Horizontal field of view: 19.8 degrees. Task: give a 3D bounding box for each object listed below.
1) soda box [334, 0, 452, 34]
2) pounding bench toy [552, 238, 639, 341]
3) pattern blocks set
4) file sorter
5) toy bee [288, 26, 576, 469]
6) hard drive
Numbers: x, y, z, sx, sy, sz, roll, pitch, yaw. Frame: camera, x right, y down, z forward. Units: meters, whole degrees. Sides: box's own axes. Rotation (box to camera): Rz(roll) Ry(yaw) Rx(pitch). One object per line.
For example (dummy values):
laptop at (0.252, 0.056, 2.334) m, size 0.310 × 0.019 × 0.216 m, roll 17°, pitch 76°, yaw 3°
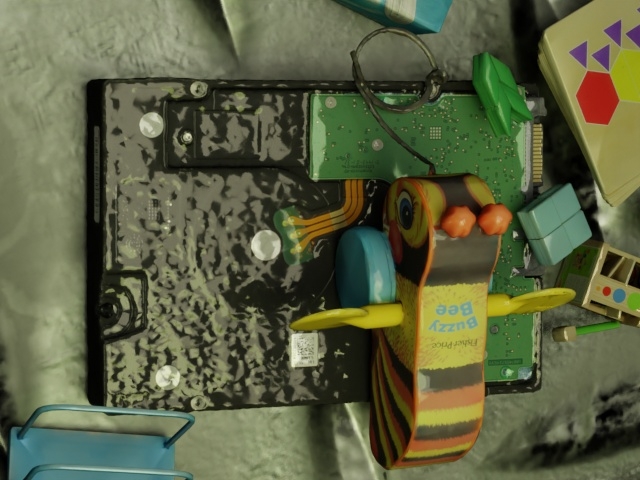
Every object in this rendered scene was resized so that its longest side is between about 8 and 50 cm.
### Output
soda box at (-0.001, -0.220, 1.309) m, size 0.210 × 0.067 × 0.071 m, roll 24°, pitch 86°, yaw -20°
pounding bench toy at (0.220, 0.048, 1.421) m, size 0.065 × 0.052 × 0.083 m, roll 21°, pitch 87°, yaw -21°
pattern blocks set at (0.245, -0.130, 1.393) m, size 0.325 × 0.026 × 0.285 m, roll -23°, pitch 102°, yaw -33°
file sorter at (-0.148, 0.203, 1.236) m, size 0.118 × 0.104 × 0.170 m, roll 6°, pitch 70°, yaw -16°
toy bee at (0.068, 0.019, 1.239) m, size 0.195 × 0.162 × 0.298 m, roll -26°, pitch 103°, yaw -15°
hard drive at (0.000, 0.000, 1.330) m, size 0.339 × 0.064 × 0.237 m, roll -2°, pitch 95°, yaw -20°
